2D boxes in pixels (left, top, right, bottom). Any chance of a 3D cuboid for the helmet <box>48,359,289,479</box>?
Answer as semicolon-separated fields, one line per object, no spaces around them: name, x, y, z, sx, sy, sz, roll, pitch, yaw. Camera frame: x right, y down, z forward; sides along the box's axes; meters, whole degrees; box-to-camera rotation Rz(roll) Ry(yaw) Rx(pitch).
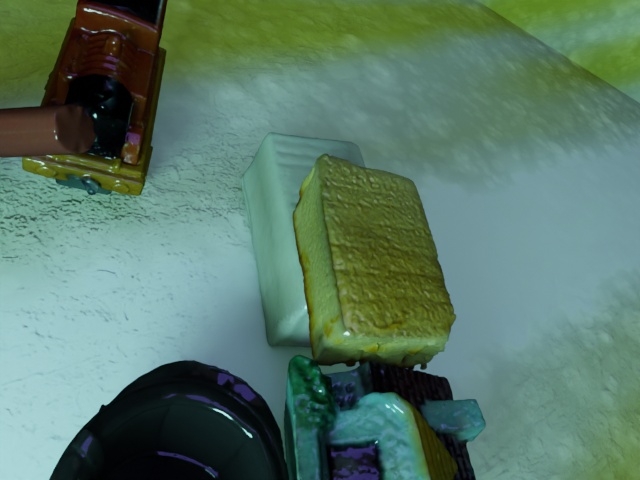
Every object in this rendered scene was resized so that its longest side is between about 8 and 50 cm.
helmet;-0.158;0.281;0.525;0.231;0.160;0.278;22;35;-11

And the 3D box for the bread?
bread;0.064;0.028;0.687;0.185;0.114;0.274;10;55;-27

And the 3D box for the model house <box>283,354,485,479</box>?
model house;0.092;0.281;0.567;0.249;0.230;0.280;-3;54;-7

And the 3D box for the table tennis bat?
table tennis bat;-0.443;-0.116;0.562;0.415;0.051;0.268;2;11;16

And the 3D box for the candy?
candy;0.003;-0.001;0.840;0.208;0.145;0.358;4;56;-28

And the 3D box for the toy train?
toy train;-0.323;-0.243;0.772;0.163;0.231;0.369;12;53;-22
